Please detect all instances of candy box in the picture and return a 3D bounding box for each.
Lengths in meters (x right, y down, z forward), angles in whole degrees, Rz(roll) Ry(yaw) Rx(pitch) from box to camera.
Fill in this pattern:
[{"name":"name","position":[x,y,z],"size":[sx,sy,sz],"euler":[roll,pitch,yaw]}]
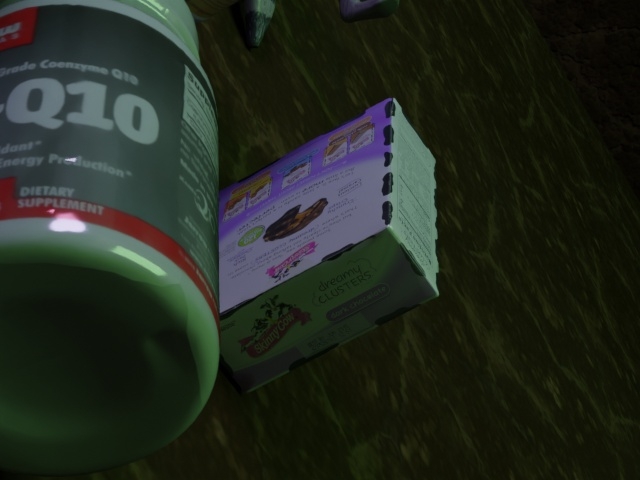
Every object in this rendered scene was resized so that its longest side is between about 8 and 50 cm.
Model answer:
[{"name":"candy box","position":[0.000,0.000,1.198],"size":[0.070,0.165,0.196],"euler":[54,21,-25]}]

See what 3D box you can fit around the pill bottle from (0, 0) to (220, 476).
[{"name":"pill bottle","position":[-0.134,-0.029,0.868],"size":[0.161,0.161,0.283],"euler":[51,21,-35]}]

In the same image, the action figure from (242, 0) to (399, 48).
[{"name":"action figure","position":[-0.096,-0.363,1.552],"size":[0.341,0.178,0.330],"euler":[7,47,-37]}]

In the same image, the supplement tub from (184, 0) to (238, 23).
[{"name":"supplement tub","position":[-0.084,-0.256,1.263],"size":[0.144,0.200,0.144],"euler":[54,19,-29]}]
